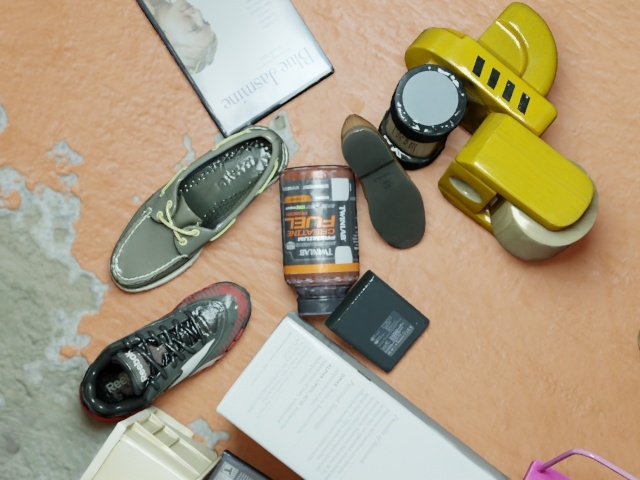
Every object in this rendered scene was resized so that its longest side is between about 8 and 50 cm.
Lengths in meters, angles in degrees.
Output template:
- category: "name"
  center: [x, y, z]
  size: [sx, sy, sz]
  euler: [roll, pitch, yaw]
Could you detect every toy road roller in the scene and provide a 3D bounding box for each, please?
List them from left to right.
- category: "toy road roller"
  center: [0.247, -0.155, 1.680]
  size: [0.329, 0.202, 0.241]
  euler: [40, 80, 4]

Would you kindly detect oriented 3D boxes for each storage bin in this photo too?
- category: "storage bin"
  center: [-0.257, 0.361, 1.649]
  size: [0.123, 0.260, 0.262]
  euler: [34, 90, 3]

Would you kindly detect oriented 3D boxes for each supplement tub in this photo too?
- category: "supplement tub"
  center: [0.000, 0.000, 1.726]
  size: [0.106, 0.106, 0.198]
  euler: [-4, 88, 2]

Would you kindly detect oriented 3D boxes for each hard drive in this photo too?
- category: "hard drive"
  center: [0.077, 0.109, 1.721]
  size: [0.094, 0.022, 0.135]
  euler: [-50, 130, 0]

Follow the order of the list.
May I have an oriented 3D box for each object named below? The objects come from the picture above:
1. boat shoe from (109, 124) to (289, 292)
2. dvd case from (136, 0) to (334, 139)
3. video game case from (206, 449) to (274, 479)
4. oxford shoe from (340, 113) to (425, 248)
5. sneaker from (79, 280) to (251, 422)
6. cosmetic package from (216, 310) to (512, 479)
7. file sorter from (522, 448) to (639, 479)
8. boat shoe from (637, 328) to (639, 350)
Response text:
- category: "boat shoe"
  center: [-0.172, -0.045, 1.739]
  size: [0.305, 0.091, 0.109]
  euler: [-41, 87, 0]
- category: "dvd case"
  center: [-0.122, -0.290, 1.779]
  size: [0.180, 0.022, 0.253]
  euler: [-33, 88, 1]
- category: "video game case"
  center: [-0.068, 0.442, 1.759]
  size: [0.274, 0.026, 0.196]
  euler: [32, 90, 1]
- category: "oxford shoe"
  center: [0.086, -0.082, 1.721]
  size: [0.076, 0.076, 0.212]
  euler: [-21, 123, 7]
- category: "sneaker"
  center: [-0.209, 0.151, 1.716]
  size: [0.276, 0.135, 0.098]
  euler: [-35, 86, -1]
- category: "cosmetic package"
  center: [0.066, 0.268, 1.666]
  size: [0.385, 0.217, 0.156]
  euler: [36, 90, 1]
- category: "file sorter"
  center: [0.321, 0.437, 1.621]
  size: [0.202, 0.182, 0.291]
  euler: [31, 68, 2]
- category: "boat shoe"
  center: [0.574, 0.116, 1.717]
  size: [0.302, 0.109, 0.098]
  euler: [-22, 128, 1]
